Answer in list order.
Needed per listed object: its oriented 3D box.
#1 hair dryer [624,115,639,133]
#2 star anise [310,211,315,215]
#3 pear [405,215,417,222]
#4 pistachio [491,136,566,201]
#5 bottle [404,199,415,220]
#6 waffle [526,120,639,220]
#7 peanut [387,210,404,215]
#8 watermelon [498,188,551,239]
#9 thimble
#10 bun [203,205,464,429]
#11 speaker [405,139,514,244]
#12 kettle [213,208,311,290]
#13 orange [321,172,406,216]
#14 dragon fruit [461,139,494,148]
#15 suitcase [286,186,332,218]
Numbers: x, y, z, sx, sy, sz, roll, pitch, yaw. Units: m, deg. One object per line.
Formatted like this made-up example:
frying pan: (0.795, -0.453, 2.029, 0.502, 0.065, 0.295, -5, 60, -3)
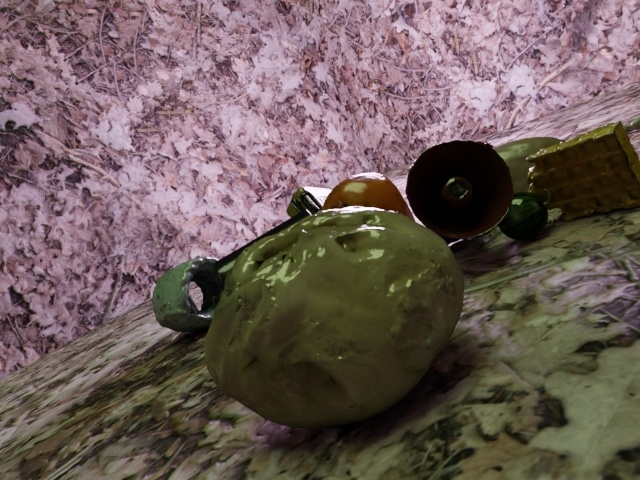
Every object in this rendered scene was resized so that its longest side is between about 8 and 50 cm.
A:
hair dryer: (1.060, -0.409, 1.492, 0.296, 0.118, 0.298, -20, -6, -15)
star anise: (0.005, 0.004, 1.692, 0.212, 0.196, 0.111, -53, 42, 6)
pear: (0.121, 0.047, 0.965, 0.198, 0.198, 0.198, -24, 8, 4)
pistachio: (0.469, -0.147, 1.273, 0.288, 0.166, 0.197, -16, 35, 25)
bottle: (0.258, -0.074, 1.612, 0.045, 0.096, 0.045, -25, 9, 4)
waffle: (0.497, -0.118, 1.017, 0.055, 0.160, 0.211, -43, 14, -36)
peanut: (0.098, 0.035, 1.276, 0.306, 0.147, 0.147, -31, 10, -18)
watermelon: (0.406, -0.049, 1.056, 0.109, 0.108, 0.109, -24, 8, 4)
thimble: (-0.379, 0.164, 1.573, 0.172, 0.204, 0.250, -19, 15, 37)
bun: (0.009, 0.080, 0.733, 0.362, 0.234, 0.326, -25, 26, 22)
speaker: (0.265, -0.024, 1.120, 0.198, 0.259, 0.329, 17, -14, 13)
kettle: (-0.110, 0.095, 1.468, 0.308, 0.262, 0.203, -29, -26, -6)
orange: (0.124, -0.070, 1.491, 0.240, 0.239, 0.240, -24, 8, 4)
dragon fruit: (0.433, -0.183, 1.510, 0.283, 0.210, 0.147, 2, 17, 1)
suitcase: (0.008, -0.080, 1.854, 0.235, 0.194, 0.143, 1, -51, -47)
